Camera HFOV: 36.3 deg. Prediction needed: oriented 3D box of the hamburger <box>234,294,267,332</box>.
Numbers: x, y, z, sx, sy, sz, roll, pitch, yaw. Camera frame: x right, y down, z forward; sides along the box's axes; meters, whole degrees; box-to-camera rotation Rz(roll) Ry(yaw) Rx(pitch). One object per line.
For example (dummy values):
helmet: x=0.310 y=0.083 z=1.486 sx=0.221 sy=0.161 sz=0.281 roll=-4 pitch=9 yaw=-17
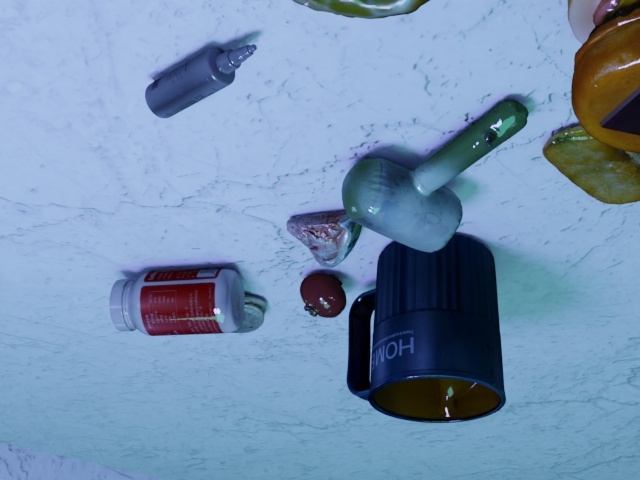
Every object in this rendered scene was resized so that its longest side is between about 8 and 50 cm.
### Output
hamburger: x=-0.157 y=0.154 z=2.077 sx=0.084 sy=0.054 sz=0.121 roll=5 pitch=144 yaw=-1

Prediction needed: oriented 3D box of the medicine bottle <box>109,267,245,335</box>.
medicine bottle: x=-0.284 y=0.125 z=1.952 sx=0.250 sy=0.131 sz=0.131 roll=-4 pitch=150 yaw=12

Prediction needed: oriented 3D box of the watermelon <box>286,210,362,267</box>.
watermelon: x=0.000 y=0.000 z=1.768 sx=0.139 sy=0.071 sz=0.187 roll=14 pitch=150 yaw=-11

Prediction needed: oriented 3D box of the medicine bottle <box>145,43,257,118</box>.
medicine bottle: x=-0.162 y=-0.231 z=1.371 sx=0.199 sy=0.058 sz=0.057 roll=-21 pitch=143 yaw=35

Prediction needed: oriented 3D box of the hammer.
hammer: x=0.197 y=-0.109 z=1.519 sx=0.206 sy=0.119 sz=0.335 roll=20 pitch=141 yaw=-31

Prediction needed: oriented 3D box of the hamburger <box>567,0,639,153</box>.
hamburger: x=0.423 y=-0.241 z=1.120 sx=0.290 sy=0.225 sz=0.291 roll=6 pitch=158 yaw=2

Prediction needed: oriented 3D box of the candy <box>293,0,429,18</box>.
candy: x=0.033 y=-0.353 z=1.070 sx=0.259 sy=0.118 sz=0.260 roll=5 pitch=151 yaw=3

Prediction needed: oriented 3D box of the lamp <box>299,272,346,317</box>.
lamp: x=0.005 y=0.109 z=1.941 sx=0.101 sy=0.090 sz=0.101 roll=36 pitch=160 yaw=15

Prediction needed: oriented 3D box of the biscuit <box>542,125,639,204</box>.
biscuit: x=0.448 y=-0.116 z=1.548 sx=0.118 sy=0.029 sz=0.247 roll=-14 pitch=148 yaw=40

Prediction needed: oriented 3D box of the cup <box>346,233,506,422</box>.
cup: x=0.204 y=0.173 z=1.825 sx=0.242 sy=0.292 sz=0.308 roll=10 pitch=151 yaw=-13
